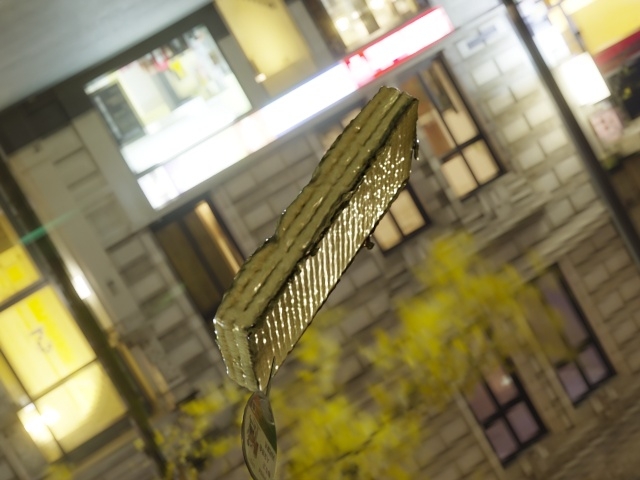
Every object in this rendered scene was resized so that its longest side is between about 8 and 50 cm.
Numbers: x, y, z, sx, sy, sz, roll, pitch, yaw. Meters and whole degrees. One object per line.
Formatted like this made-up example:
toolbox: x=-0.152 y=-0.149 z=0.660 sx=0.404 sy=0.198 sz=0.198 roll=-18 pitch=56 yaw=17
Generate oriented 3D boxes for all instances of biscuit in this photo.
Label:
biscuit: x=0.000 y=0.000 z=0.816 sx=0.199 sy=0.041 sz=0.121 roll=-54 pitch=163 yaw=-20

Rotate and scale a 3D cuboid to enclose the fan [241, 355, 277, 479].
fan: x=-0.035 y=0.103 z=0.710 sx=0.003 sy=0.080 sz=0.060 roll=-5 pitch=167 yaw=16
